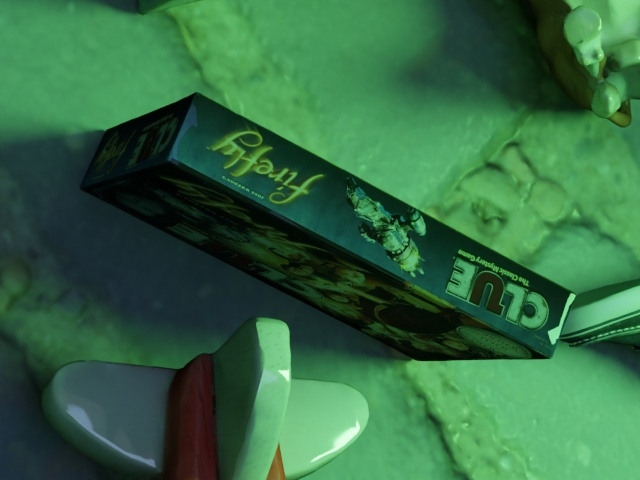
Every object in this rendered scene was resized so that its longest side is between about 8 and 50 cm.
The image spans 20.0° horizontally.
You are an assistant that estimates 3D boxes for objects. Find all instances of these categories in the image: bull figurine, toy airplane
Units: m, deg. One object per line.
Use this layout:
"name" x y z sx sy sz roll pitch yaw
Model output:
"bull figurine" 0.151 -0.211 1.103 0.101 0.188 0.310 -23 103 4
"toy airplane" -0.037 0.228 0.933 0.386 0.272 0.384 -41 102 -20

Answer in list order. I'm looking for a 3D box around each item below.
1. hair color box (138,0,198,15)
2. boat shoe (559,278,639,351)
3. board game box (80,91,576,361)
"hair color box" 0.035 -0.214 0.937 0.185 0.374 0.114 -14 92 -24
"boat shoe" 0.233 0.062 1.173 0.183 0.065 0.083 -13 90 -25
"board game box" 0.000 0.000 1.023 0.243 0.165 0.042 27 76 -19
